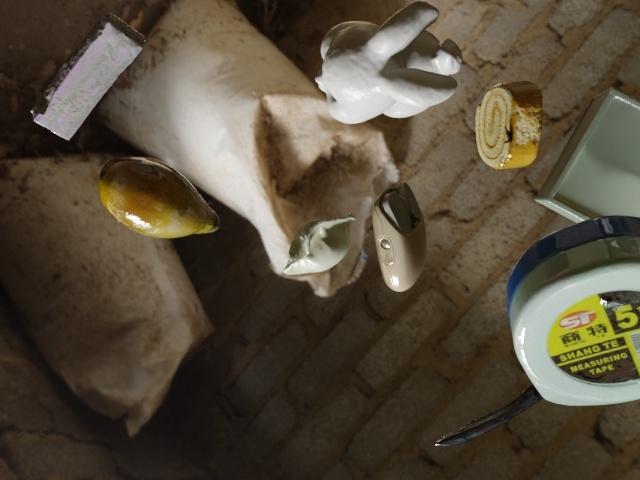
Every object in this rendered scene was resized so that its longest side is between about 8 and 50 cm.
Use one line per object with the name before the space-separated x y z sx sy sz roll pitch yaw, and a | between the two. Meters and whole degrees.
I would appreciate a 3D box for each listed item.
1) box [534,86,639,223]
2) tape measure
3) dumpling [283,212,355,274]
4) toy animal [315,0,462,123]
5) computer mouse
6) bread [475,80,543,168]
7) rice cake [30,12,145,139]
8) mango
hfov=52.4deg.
box | 0.552 -0.119 1.178 0.224 0.225 0.117 -61 175 7
tape measure | 0.247 0.106 0.705 0.351 0.098 0.215 -24 119 21
dumpling | -0.001 0.002 1.298 0.169 0.099 0.134 -15 157 -9
toy animal | 0.096 -0.223 0.846 0.193 0.179 0.127 -18 102 -65
computer mouse | 0.178 -0.004 1.419 0.145 0.082 0.236 -37 123 -52
bread | 0.314 -0.196 1.108 0.073 0.122 0.149 -8 110 -16
rice cake | -0.511 -0.354 1.420 0.298 0.050 0.106 -46 144 12
mango | -0.321 -0.081 1.336 0.146 0.193 0.316 -58 152 7
